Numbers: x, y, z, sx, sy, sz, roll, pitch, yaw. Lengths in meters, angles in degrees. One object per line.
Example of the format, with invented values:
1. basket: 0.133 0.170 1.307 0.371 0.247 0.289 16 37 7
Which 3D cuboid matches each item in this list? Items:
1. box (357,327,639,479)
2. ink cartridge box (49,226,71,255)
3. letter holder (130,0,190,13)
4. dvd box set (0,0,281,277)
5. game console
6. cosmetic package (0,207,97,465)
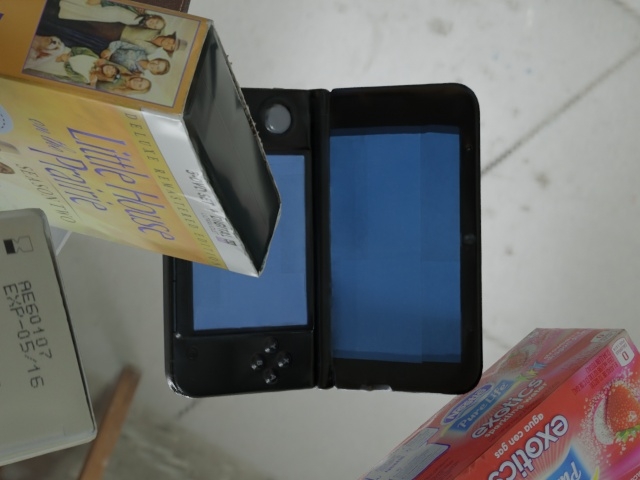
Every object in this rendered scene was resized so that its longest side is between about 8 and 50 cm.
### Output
1. box: 0.169 0.220 1.520 0.142 0.300 0.154 58 157 -13
2. ink cartridge box: -0.336 -0.122 1.387 0.307 0.129 0.223 27 160 4
3. letter holder: -0.279 -0.256 1.613 0.302 0.214 0.152 18 134 -9
4. dvd box set: -0.245 -0.090 0.998 0.420 0.062 0.307 14 166 9
5. game console: 0.000 0.000 1.543 0.250 0.293 0.173 -2 -179 -32
6. cosmetic package: -0.263 0.080 0.794 0.160 0.113 0.309 -10 172 -43
